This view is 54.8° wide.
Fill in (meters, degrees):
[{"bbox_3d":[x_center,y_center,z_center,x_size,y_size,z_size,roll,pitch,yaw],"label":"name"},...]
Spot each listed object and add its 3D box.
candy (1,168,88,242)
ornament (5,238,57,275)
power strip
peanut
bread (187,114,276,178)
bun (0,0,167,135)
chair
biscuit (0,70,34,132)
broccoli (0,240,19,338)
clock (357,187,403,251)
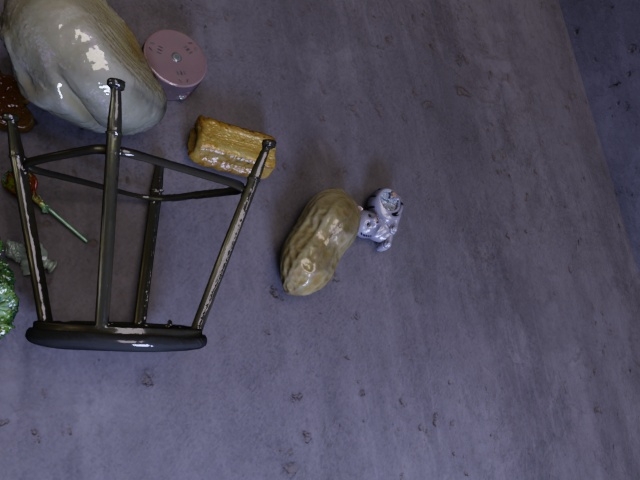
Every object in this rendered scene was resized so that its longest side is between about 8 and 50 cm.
[{"bbox_3d":[-0.539,-0.066,1.223,0.201,0.060,0.060,48,55,-20],"label":"candy"},{"bbox_3d":[-0.554,0.033,1.181,0.092,0.041,0.068,2,78,-42],"label":"ornament"},{"bbox_3d":[-0.346,-0.406,1.439,0.154,0.078,0.154,12,67,-29],"label":"power strip"},{"bbox_3d":[0.000,0.000,1.479,0.152,0.152,0.313,42,59,-14],"label":"peanut"},{"bbox_3d":[-0.207,-0.215,1.457,0.211,0.083,0.113,15,61,-28],"label":"bread"},{"bbox_3d":[-0.474,-0.346,1.219,0.219,0.365,0.365,-35,95,8],"label":"bun"},{"bbox_3d":[-0.345,-0.009,1.128,0.365,0.362,0.409,12,79,-51],"label":"chair"},{"bbox_3d":[-0.685,-0.283,1.208,0.236,0.039,0.179,8,72,-29],"label":"biscuit"},{"bbox_3d":[-0.630,0.089,0.997,0.265,0.245,0.294,8,55,-7],"label":"broccoli"},{"bbox_3d":[0.145,-0.071,1.632,0.117,0.080,0.176,29,62,-20],"label":"clock"}]
